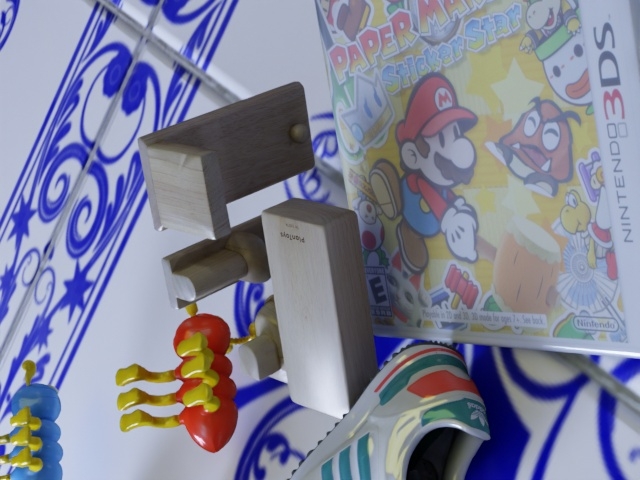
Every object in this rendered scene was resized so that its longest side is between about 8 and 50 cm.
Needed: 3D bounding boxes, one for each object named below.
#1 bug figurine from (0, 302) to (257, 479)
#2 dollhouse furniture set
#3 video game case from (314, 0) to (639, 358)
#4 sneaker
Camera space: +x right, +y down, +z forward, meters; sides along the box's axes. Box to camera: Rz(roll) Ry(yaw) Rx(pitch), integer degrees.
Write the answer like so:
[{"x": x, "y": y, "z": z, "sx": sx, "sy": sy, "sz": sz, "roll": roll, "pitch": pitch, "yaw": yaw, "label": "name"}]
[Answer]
[{"x": -0.134, "y": 0.160, "z": 0.978, "sx": 0.279, "sy": 0.072, "sz": 0.216, "roll": -23, "pitch": 63, "yaw": 42, "label": "bug figurine"}, {"x": 0.000, "y": 0.000, "z": 0.863, "sx": 0.151, "sy": 0.123, "sz": 0.144, "roll": 14, "pitch": 120, "yaw": 45, "label": "dollhouse furniture set"}, {"x": 0.083, "y": -0.048, "z": 0.734, "sx": 0.227, "sy": 0.026, "sz": 0.206, "roll": 0, "pitch": 102, "yaw": 55, "label": "video game case"}, {"x": 0.031, "y": 0.132, "z": 0.771, "sx": 0.161, "sy": 0.057, "sz": 0.075, "roll": -55, "pitch": 32, "yaw": 17, "label": "sneaker"}]
